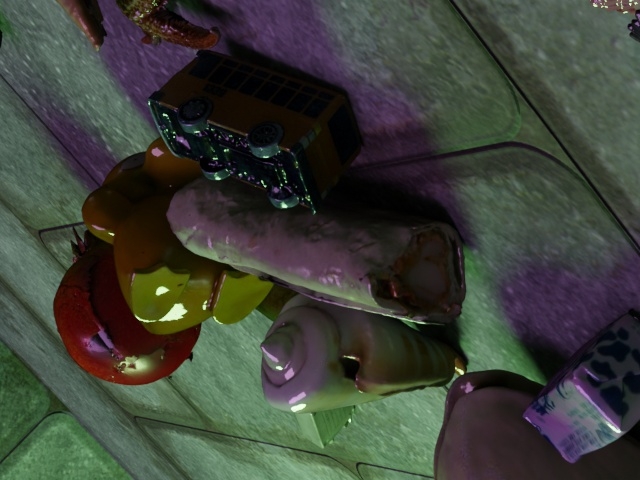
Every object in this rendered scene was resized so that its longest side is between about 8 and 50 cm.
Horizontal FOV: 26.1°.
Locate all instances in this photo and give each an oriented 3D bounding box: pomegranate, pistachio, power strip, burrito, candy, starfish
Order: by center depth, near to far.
[{"bbox_3d":[0.244,0.130,1.207,0.073,0.092,0.160,46,161,9],"label":"candy"},{"bbox_3d":[-0.170,-0.232,1.315,0.213,0.057,0.238,45,159,16],"label":"starfish"},{"bbox_3d":[0.234,0.267,1.344,0.332,0.208,0.226,47,116,0],"label":"pistachio"},{"bbox_3d":[-0.003,0.001,1.358,0.299,0.143,0.105,18,104,41],"label":"burrito"},{"bbox_3d":[0.006,0.231,1.844,0.042,0.075,0.175,30,154,27],"label":"power strip"},{"bbox_3d":[-0.266,0.085,1.898,0.210,0.210,0.235,102,144,-66],"label":"pomegranate"}]

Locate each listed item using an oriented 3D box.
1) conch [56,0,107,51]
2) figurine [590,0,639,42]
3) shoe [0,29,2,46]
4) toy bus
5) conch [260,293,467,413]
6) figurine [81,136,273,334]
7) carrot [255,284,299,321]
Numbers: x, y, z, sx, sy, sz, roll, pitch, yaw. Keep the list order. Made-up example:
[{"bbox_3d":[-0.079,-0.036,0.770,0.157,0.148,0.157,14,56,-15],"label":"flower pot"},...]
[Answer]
[{"bbox_3d":[-0.306,-0.308,1.302,0.330,0.093,0.109,61,176,4],"label":"conch"},{"bbox_3d":[0.203,-0.137,0.830,0.129,0.054,0.072,38,163,18],"label":"figurine"},{"bbox_3d":[-0.458,-0.262,1.683,0.137,0.114,0.291,52,160,-9],"label":"shoe"},{"bbox_3d":[-0.061,-0.109,1.285,0.182,0.103,0.091,22,151,32],"label":"toy bus"},{"bbox_3d":[0.037,0.107,1.440,0.158,0.255,0.127,-20,78,39],"label":"conch"},{"bbox_3d":[-0.167,-0.007,1.534,0.215,0.215,0.228,104,161,-66],"label":"figurine"},{"bbox_3d":[-0.051,0.062,1.646,0.358,0.074,0.074,30,156,38],"label":"carrot"}]
